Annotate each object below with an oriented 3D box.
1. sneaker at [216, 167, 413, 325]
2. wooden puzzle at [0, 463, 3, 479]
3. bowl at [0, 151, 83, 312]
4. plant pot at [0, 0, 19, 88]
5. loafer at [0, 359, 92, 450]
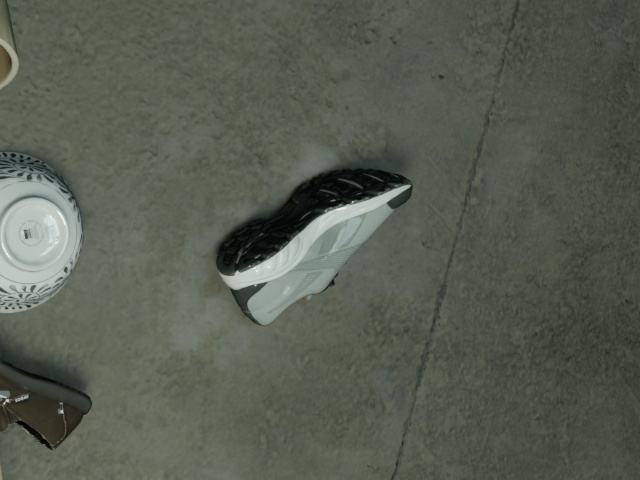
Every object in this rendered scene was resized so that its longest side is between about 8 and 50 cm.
[{"bbox_3d":[0.000,0.000,1.560,0.272,0.100,0.108,-34,123,-24],"label":"sneaker"},{"bbox_3d":[-0.437,0.172,1.160,0.322,0.081,0.347,-7,83,-49],"label":"wooden puzzle"},{"bbox_3d":[-0.307,-0.007,1.356,0.170,0.080,0.170,-2,93,-33],"label":"bowl"},{"bbox_3d":[-0.411,-0.286,1.202,0.257,0.256,0.273,3,75,-33],"label":"plant pot"},{"bbox_3d":[-0.335,0.159,1.341,0.220,0.080,0.078,26,77,-31],"label":"loafer"}]
